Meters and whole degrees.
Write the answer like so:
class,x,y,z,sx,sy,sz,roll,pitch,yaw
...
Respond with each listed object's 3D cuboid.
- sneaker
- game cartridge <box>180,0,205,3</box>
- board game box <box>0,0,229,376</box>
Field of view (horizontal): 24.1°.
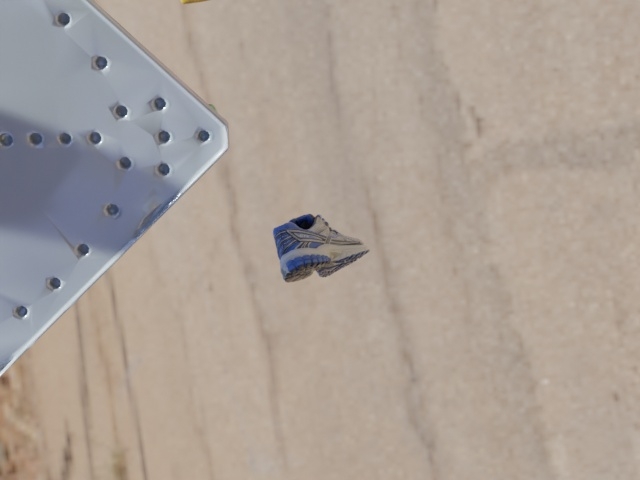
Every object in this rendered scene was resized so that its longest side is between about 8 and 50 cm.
class,x,y,z,sx,sy,sz,roll,pitch,yaw
sneaker,0.000,0.000,1.391,0.052,0.135,0.058,-30,79,24
game cartridge,-0.147,-0.436,1.680,0.324,0.052,0.285,-91,-9,-69
board game box,-0.336,-0.084,1.168,0.390,0.390,0.050,-43,17,16
